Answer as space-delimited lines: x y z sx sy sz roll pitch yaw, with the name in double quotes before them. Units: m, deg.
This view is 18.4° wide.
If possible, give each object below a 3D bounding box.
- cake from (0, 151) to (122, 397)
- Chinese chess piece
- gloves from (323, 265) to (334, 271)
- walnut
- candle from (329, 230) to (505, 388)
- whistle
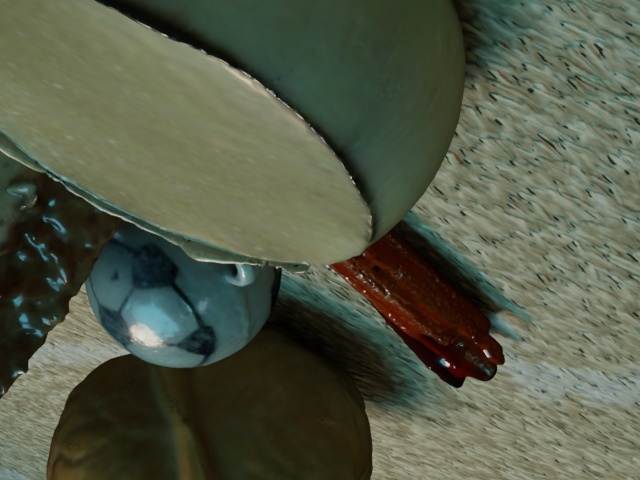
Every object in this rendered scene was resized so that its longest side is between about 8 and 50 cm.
"cake" -0.314 -0.037 1.378 0.290 0.255 0.282 34 174 -26
"Chinese chess piece" -0.082 -0.115 1.154 0.338 0.140 0.338 21 159 8
"gloves" 0.001 -0.002 1.479 0.044 0.037 0.081 9 158 28
"walnut" -0.099 0.197 1.753 0.296 0.285 0.285 -17 155 -2
"candle" 0.045 0.024 1.459 0.084 0.059 0.302 -6 143 41
"whistle" -0.122 0.023 1.527 0.163 0.163 0.290 35 159 -22
